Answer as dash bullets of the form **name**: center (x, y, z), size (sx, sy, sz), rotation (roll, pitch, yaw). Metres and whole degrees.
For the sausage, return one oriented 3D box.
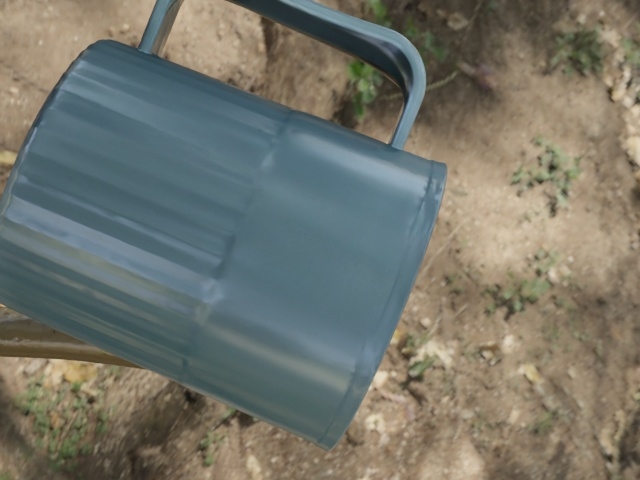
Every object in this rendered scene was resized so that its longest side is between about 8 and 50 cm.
- **sausage**: center (-0.212, 0.113, 1.197), size (0.301, 0.065, 0.065), rotation (7, 56, 1)

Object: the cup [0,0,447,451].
- **cup**: center (-0.075, -0.030, 0.900), size (0.311, 0.331, 0.257), rotation (22, 28, -1)
